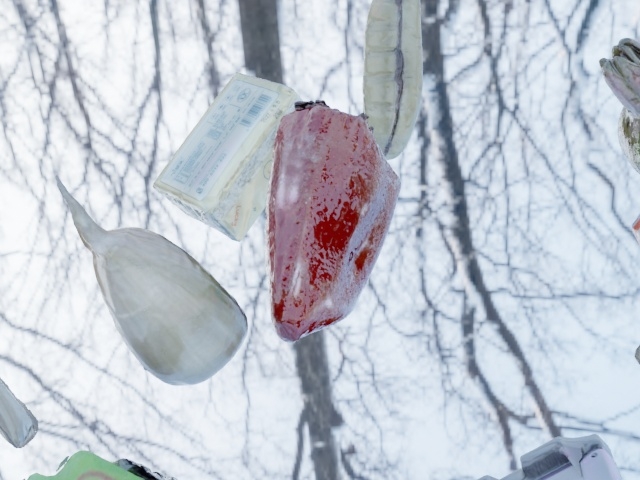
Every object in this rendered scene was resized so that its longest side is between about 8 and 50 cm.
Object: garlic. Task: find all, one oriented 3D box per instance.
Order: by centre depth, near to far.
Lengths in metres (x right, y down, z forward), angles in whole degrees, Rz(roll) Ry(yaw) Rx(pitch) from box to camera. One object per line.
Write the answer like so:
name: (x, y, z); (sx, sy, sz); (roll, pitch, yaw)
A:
garlic: (-0.134, 0.040, 0.889); (0.090, 0.198, 0.128); (-43, -134, 2)

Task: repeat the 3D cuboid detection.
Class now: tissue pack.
tissue pack: (-0.108, -0.110, 1.441); (0.148, 0.092, 0.196); (26, -104, 49)

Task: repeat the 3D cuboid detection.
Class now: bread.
bread: (0.083, -0.202, 1.309); (0.073, 0.214, 0.053); (4, -177, 24)

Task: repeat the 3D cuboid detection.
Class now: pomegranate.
pomegranate: (0.329, -0.126, 1.016); (0.125, 0.163, 0.138); (-37, -169, -24)

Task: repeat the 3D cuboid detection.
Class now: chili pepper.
chili pepper: (0.000, 0.000, 1.083); (0.136, 0.144, 0.252); (14, -124, -1)

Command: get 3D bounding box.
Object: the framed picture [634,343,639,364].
framed picture: (0.330, -0.008, 0.618); (0.209, 0.281, 0.019); (13, -143, -33)

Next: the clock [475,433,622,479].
clock: (0.255, 0.348, 1.318); (0.253, 0.083, 0.186); (-33, -150, 16)

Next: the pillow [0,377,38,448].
pillow: (-0.513, 0.216, 1.700); (0.038, 0.232, 0.130); (-37, 180, 4)

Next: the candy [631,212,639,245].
candy: (0.486, -0.017, 1.165); (0.365, 0.124, 0.124); (-4, -150, -26)

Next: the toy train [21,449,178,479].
toy train: (-0.138, 0.298, 0.807); (0.307, 0.173, 0.248); (16, -112, 37)
